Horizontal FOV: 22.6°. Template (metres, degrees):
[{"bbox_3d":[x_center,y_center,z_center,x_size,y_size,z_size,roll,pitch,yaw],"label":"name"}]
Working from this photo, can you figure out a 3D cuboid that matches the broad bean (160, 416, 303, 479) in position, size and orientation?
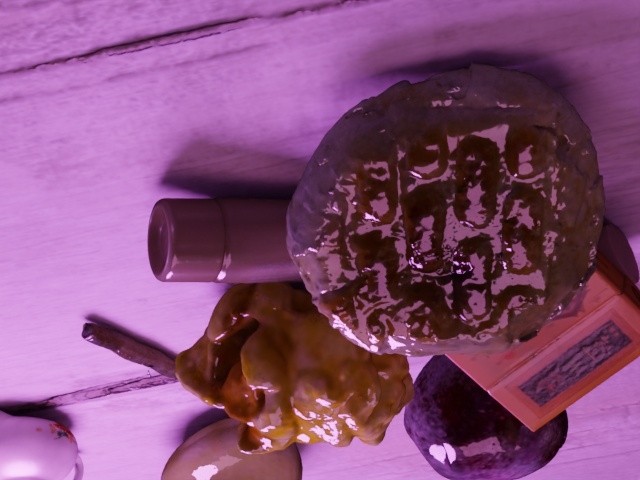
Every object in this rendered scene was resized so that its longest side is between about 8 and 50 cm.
[{"bbox_3d":[-0.117,0.320,2.103,0.189,0.121,0.263,-1,148,-13],"label":"broad bean"}]

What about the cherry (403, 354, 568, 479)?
[{"bbox_3d":[0.192,0.199,1.872,0.195,0.195,0.195,-3,150,-2],"label":"cherry"}]

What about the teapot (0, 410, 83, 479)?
[{"bbox_3d":[-0.374,0.276,2.029,0.145,0.092,0.226,-18,151,24],"label":"teapot"}]

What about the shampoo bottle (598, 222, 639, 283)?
[{"bbox_3d":[0.209,0.058,1.721,0.257,0.078,0.127,-24,152,23],"label":"shampoo bottle"}]

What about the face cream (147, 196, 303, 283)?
[{"bbox_3d":[0.000,0.000,1.612,0.341,0.084,0.137,0,143,-23],"label":"face cream"}]

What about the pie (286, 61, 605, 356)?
[{"bbox_3d":[0.117,-0.014,1.460,0.306,0.071,0.306,2,115,4],"label":"pie"}]

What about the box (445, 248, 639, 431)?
[{"bbox_3d":[0.191,0.051,1.593,0.174,0.076,0.274,-38,120,19],"label":"box"}]

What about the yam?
[{"bbox_3d":[-0.191,0.142,1.873,0.027,0.029,0.234,-35,140,25],"label":"yam"}]

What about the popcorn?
[{"bbox_3d":[-0.015,0.134,1.719,0.255,0.195,0.256,8,178,-36],"label":"popcorn"}]
